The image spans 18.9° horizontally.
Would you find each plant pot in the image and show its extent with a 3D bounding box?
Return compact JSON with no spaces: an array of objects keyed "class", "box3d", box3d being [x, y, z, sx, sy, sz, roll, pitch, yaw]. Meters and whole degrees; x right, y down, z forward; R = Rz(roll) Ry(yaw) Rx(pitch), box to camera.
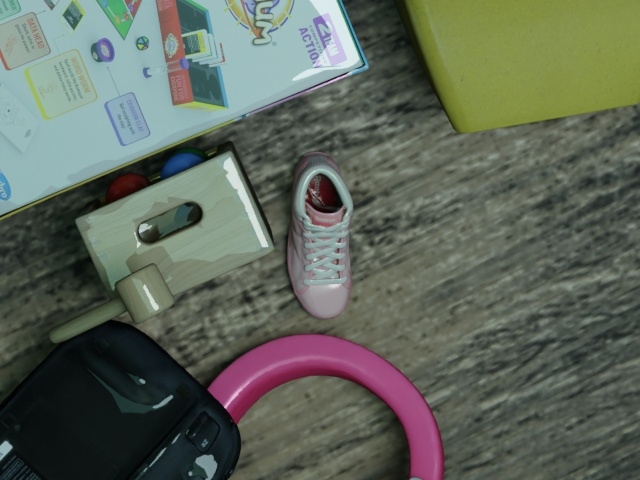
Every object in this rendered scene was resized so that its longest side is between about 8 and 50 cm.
[{"class":"plant pot","box3d":[0.148,-0.196,1.430,0.212,0.212,0.187,-10,111,-2]}]

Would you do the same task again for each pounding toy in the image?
[{"class":"pounding toy","box3d":[-0.134,-0.001,1.426,0.181,0.206,0.094,-24,97,0]}]

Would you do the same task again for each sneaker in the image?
[{"class":"sneaker","box3d":[0.000,0.000,1.502,0.051,0.070,0.134,-3,98,-5]}]

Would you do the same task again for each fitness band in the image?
[{"class":"fitness band","box3d":[-0.031,0.210,1.481,0.209,0.054,0.291,30,79,18]}]

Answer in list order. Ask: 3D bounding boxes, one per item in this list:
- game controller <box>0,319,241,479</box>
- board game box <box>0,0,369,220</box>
[{"class":"game controller","box3d":[-0.212,0.211,1.441,0.166,0.067,0.319,41,78,13]},{"class":"board game box","box3d":[-0.153,-0.183,1.476,0.316,0.064,0.242,-22,97,0]}]
